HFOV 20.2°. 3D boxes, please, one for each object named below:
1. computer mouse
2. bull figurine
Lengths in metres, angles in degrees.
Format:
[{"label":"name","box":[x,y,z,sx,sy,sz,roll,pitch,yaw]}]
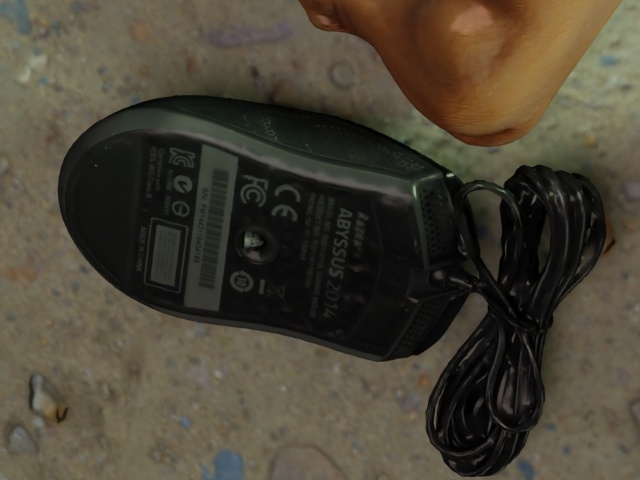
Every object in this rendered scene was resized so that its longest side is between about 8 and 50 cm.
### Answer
[{"label":"computer mouse","box":[0.000,0.000,0.925,0.272,0.072,0.188,19,122,7]},{"label":"bull figurine","box":[0.105,-0.183,0.787,0.188,0.101,0.310,39,119,7]}]
